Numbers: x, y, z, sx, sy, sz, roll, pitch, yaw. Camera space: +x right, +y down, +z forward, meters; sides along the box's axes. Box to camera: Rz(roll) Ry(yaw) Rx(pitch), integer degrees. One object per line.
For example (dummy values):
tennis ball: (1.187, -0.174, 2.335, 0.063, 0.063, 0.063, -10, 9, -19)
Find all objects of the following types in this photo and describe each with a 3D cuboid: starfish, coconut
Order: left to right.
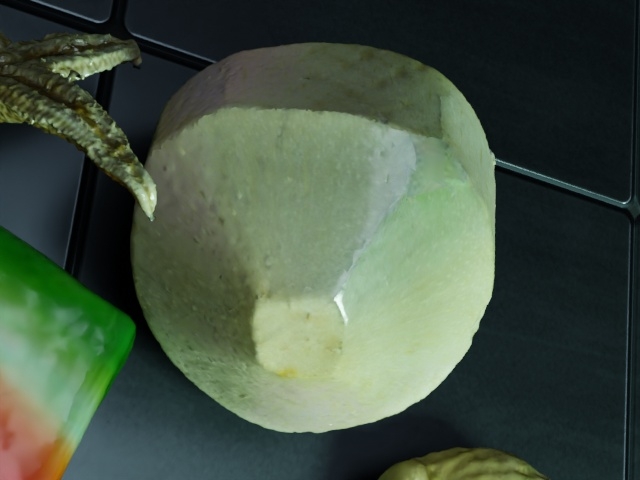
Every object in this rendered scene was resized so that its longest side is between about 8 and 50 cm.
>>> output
starfish: (-0.168, -0.100, 0.729, 0.138, 0.050, 0.247, 8, 33, -15)
coconut: (0.000, 0.000, 0.792, 0.259, 0.259, 0.259, 9, 72, -28)

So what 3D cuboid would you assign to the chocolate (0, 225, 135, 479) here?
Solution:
chocolate: (-0.304, 0.101, 0.619, 0.360, 0.161, 0.341, 35, 61, -18)

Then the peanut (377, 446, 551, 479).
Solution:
peanut: (0.126, 0.251, 0.863, 0.233, 0.110, 0.197, 44, 60, -15)
